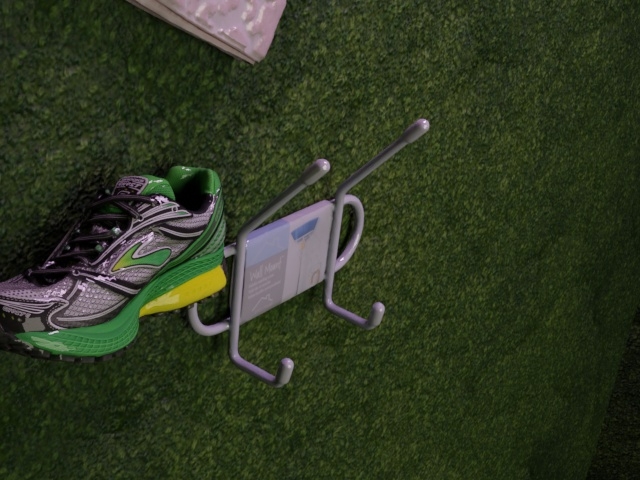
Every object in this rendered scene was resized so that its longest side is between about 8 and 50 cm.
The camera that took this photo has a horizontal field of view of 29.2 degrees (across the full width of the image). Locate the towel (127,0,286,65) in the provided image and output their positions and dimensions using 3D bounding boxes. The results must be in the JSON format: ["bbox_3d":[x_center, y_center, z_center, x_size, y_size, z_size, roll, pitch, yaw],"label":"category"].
[{"bbox_3d":[-0.083,-0.362,1.169,0.317,0.053,0.332,17,97,-60],"label":"towel"}]

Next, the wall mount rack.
[{"bbox_3d":[0.000,0.000,1.483,0.350,0.130,0.304,-27,132,-49],"label":"wall mount rack"}]

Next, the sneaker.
[{"bbox_3d":[-0.212,0.013,1.180,0.343,0.134,0.146,-33,131,-57],"label":"sneaker"}]
